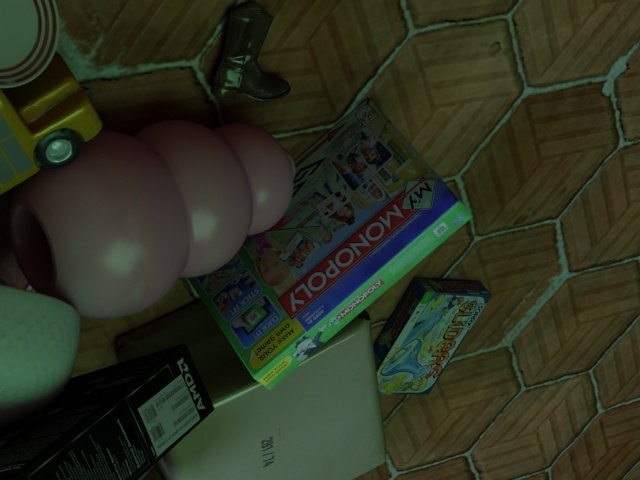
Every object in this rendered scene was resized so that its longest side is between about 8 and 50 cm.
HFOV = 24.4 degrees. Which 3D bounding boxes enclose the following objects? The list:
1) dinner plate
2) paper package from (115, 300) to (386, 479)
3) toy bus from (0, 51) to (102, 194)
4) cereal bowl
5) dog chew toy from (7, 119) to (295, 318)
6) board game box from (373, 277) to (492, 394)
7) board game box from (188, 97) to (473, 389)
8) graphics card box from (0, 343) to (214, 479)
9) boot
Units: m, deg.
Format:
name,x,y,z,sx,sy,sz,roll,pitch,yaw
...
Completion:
name,x,y,z,sx,sy,sz,roll,pitch,yaw
dinner plate,-0.315,-0.215,1.423,0.141,0.017,0.141,5,83,-41
paper package,-0.083,0.218,1.977,0.310,0.168,0.324,-25,139,-15
toy bus,-0.394,-0.087,1.482,0.333,0.108,0.130,-32,139,-6
cereal bowl,-0.418,0.133,1.511,0.339,0.141,0.339,2,167,1
dog chew toy,-0.172,-0.041,1.635,0.332,0.206,0.206,-21,139,-32
board game box,0.149,0.144,2.182,0.136,0.035,0.201,4,126,-39
board game box,0.000,0.000,1.783,0.317,0.213,0.046,-41,141,4
graphics card box,-0.297,0.238,1.544,0.233,0.094,0.371,-19,-169,28
boot,-0.066,-0.214,1.664,0.106,0.037,0.114,-7,128,-35
